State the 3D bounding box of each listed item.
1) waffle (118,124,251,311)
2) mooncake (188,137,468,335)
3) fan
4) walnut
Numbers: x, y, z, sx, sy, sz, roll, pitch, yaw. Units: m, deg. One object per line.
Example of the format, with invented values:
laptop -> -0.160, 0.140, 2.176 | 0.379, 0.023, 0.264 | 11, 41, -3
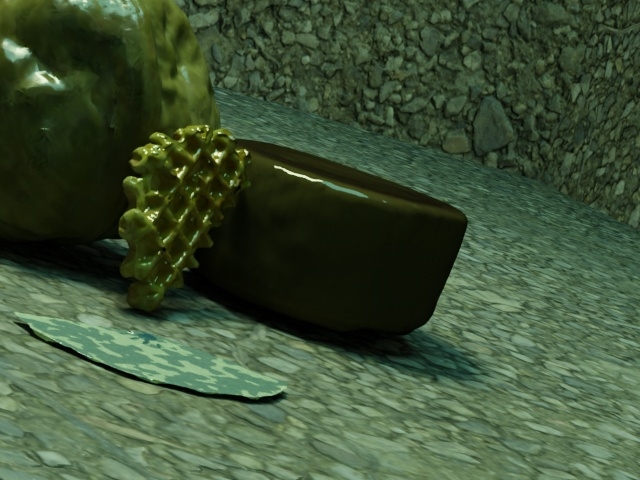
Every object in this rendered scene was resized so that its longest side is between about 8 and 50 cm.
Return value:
waffle -> -0.123, -0.025, 1.775 | 0.046, 0.160, 0.192 | 0, 8, 33
mooncake -> 0.000, 0.000, 1.967 | 0.284, 0.155, 0.284 | 15, 8, -2
fan -> -0.134, 0.096, 1.555 | 0.240, 0.009, 0.131 | 16, 9, -16
walnut -> -0.244, -0.130, 1.856 | 0.253, 0.277, 0.282 | -14, -14, 24
